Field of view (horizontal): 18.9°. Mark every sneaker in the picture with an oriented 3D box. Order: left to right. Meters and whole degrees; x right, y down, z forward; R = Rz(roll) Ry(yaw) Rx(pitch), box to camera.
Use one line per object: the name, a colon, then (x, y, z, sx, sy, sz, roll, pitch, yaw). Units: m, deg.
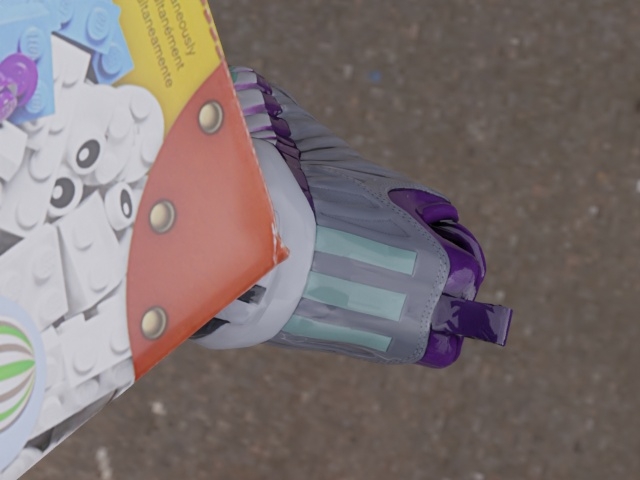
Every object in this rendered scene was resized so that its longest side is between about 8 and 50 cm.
sneaker: (0.000, 0.000, 0.653, 0.098, 0.224, 0.083, 16, 103, -9)

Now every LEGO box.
LEGO box: (-0.252, -0.122, 0.316, 0.372, 0.193, 0.500, -40, 126, -33)
